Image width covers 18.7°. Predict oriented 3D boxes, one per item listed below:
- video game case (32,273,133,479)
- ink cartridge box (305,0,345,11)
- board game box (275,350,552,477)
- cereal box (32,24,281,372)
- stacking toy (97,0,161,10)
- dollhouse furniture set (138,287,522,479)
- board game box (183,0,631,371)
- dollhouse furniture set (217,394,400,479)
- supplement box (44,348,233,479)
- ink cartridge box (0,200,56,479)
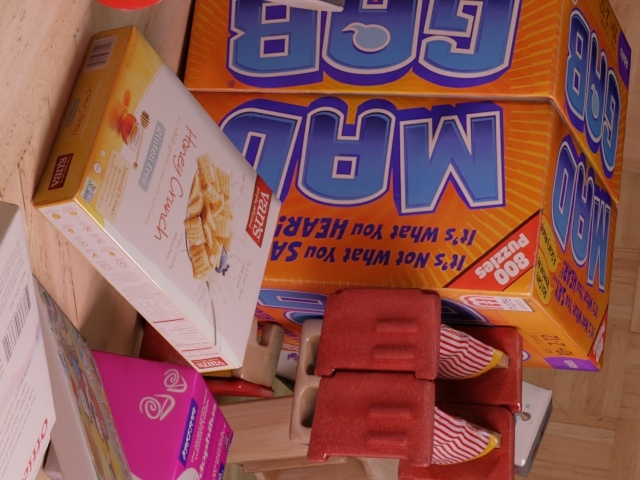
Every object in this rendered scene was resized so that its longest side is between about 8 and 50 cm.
[{"bbox_3d":[-0.170,0.153,1.445,0.206,0.026,0.227,73,-4,-72],"label":"video game case"},{"bbox_3d":[0.006,-0.339,1.569,0.307,0.072,0.303,-26,124,-79],"label":"ink cartridge box"},{"bbox_3d":[0.109,0.173,2.230,0.224,0.303,0.097,57,54,-78],"label":"board game box"},{"bbox_3d":[-0.121,-0.029,1.541,0.240,0.047,0.173,49,43,-42],"label":"cereal box"},{"bbox_3d":[-0.136,-0.244,1.298,0.330,0.141,0.141,85,16,-73],"label":"stacking toy"},{"bbox_3d":[-0.018,0.137,1.788,0.201,0.374,0.152,24,69,-57],"label":"dollhouse furniture set"},{"bbox_3d":[0.090,-0.087,1.916,0.356,0.357,0.356,39,56,-67],"label":"board game box"},{"bbox_3d":[-0.009,0.393,2.134,0.256,0.362,0.394,31,56,-52],"label":"dollhouse furniture set"},{"bbox_3d":[-0.152,0.181,1.676,0.220,0.114,0.111,71,29,-69],"label":"supplement box"},{"bbox_3d":[-0.227,0.096,1.137,0.212,0.093,0.154,87,15,-48],"label":"ink cartridge box"}]
